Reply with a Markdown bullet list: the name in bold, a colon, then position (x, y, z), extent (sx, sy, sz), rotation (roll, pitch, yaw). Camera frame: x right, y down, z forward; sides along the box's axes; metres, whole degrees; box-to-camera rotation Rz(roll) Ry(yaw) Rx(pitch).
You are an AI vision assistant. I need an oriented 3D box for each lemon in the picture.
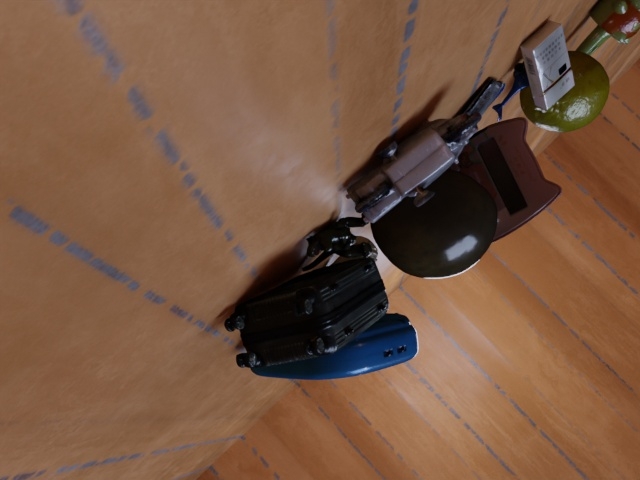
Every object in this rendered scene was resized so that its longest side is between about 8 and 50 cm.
- **lemon**: position (0.533, -0.326, 1.706), extent (0.248, 0.184, 0.184), rotation (-28, 161, -40)

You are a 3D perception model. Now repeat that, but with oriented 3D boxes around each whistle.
- **whistle**: position (0.680, -0.513, 1.738), extent (0.131, 0.106, 0.288), rotation (-17, 151, -54)

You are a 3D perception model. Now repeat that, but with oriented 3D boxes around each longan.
- **longan**: position (0.207, -0.034, 1.447), extent (0.246, 0.246, 0.215), rotation (106, -12, -69)

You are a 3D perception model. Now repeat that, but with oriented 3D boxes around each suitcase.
- **suitcase**: position (-0.015, 0.132, 1.416), extent (0.202, 0.128, 0.312), rotation (-16, -176, 29)

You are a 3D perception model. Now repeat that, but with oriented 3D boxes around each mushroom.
- **mushroom**: position (0.048, 0.076, 1.735), extent (0.092, 0.081, 0.223), rotation (-2, 140, -39)

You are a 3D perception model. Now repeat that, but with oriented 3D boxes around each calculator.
- **calculator**: position (0.306, -0.097, 1.558), extent (0.329, 0.220, 0.048), rotation (-28, 172, 29)

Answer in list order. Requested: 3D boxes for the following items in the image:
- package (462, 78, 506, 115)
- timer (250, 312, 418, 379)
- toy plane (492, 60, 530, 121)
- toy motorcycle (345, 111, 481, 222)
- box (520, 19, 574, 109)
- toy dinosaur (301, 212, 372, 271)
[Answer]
- **package**: position (0.308, -0.255, 1.569), extent (0.171, 0.027, 0.173), rotation (-51, 169, 20)
- **timer**: position (0.026, 0.229, 1.700), extent (0.309, 0.115, 0.340), rotation (-8, -179, -43)
- **toy plane**: position (0.405, -0.315, 1.563), extent (0.167, 0.062, 0.054), rotation (-50, 169, 5)
- **toy motorcycle**: position (0.160, -0.129, 1.318), extent (0.260, 0.110, 0.171), rotation (-38, -177, 0)
- **box**: position (0.443, -0.340, 1.506), extent (0.084, 0.040, 0.154), rotation (-44, 134, -12)
- **toy dinosaur**: position (0.000, 0.000, 1.436), extent (0.178, 0.087, 0.187), rotation (-8, 169, 28)
